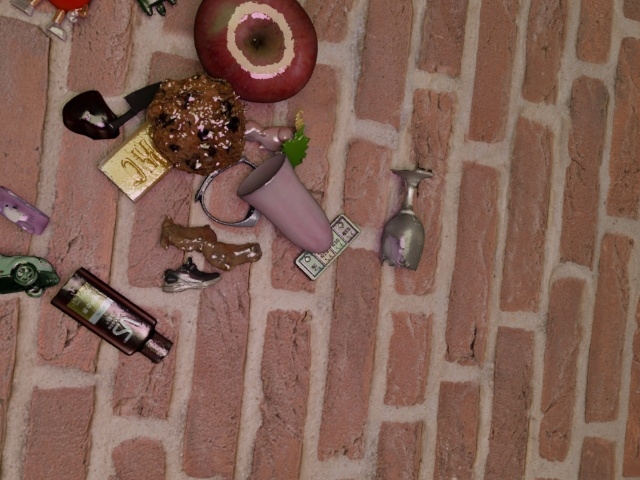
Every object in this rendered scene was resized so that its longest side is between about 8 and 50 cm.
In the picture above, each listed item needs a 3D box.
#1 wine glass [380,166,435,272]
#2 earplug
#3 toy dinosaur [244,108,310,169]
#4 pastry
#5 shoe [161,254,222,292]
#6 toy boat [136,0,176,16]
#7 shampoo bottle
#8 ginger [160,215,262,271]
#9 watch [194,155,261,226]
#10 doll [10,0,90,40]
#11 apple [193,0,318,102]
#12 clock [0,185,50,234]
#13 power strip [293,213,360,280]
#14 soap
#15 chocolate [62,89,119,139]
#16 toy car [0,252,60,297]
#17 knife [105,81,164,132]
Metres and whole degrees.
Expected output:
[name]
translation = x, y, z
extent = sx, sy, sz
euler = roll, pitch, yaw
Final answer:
[wine glass]
translation = 0.265, -0.066, 1.726
extent = 0.144, 0.143, 0.320
euler = 8, 88, -17
[earplug]
translation = -0.071, -0.075, 1.567
extent = 0.172, 0.172, 0.301
euler = -46, 116, -12
[toy dinosaur]
translation = -0.130, -0.289, 1.632
extent = 0.194, 0.152, 0.177
euler = -29, 59, -24
[pastry]
translation = -0.317, -0.306, 1.464
extent = 0.275, 0.192, 0.274
euler = -2, 119, -4
[shoe]
translation = -0.364, 0.092, 1.572
extent = 0.169, 0.071, 0.099
euler = -9, 86, -16
[toy boat]
translation = -0.486, -0.720, 1.540
extent = 0.104, 0.052, 0.210
euler = -34, 98, -12
[shampoo bottle]
translation = -0.549, 0.214, 1.505
extent = 0.323, 0.084, 0.129
euler = 41, 82, -14
[ginger]
translation = -0.309, 0.016, 1.586
extent = 0.290, 0.084, 0.122
euler = 18, 43, -19
[watch]
translation = -0.246, -0.142, 1.607
extent = 0.193, 0.068, 0.206
euler = 24, 85, -16
[doll]
translation = -0.682, -0.659, 1.467
extent = 0.183, 0.085, 0.217
euler = 36, 97, -12
[apple]
translation = -0.178, -0.539, 1.533
extent = 0.345, 0.269, 0.344
euler = -2, 104, -10
[clock]
translation = -0.770, -0.077, 1.423
extent = 0.153, 0.110, 0.050
euler = 37, 83, -15
[power strip]
translation = 0.000, 0.000, 1.692
extent = 0.145, 0.061, 0.215
euler = 46, 77, -5
[soap]
translation = -0.475, -0.228, 1.532
extent = 0.232, 0.073, 0.140
euler = -46, 107, -13
[chocolate]
translation = -0.604, -0.338, 1.489
extent = 0.149, 0.080, 0.125
euler = 20, 85, -15
[toy car]
translation = -0.824, 0.084, 1.400
extent = 0.306, 0.136, 0.125
euler = -10, 72, -18
[knife]
translation = -0.496, -0.374, 1.516
extent = 0.230, 0.028, 0.060
euler = -49, 122, -34
